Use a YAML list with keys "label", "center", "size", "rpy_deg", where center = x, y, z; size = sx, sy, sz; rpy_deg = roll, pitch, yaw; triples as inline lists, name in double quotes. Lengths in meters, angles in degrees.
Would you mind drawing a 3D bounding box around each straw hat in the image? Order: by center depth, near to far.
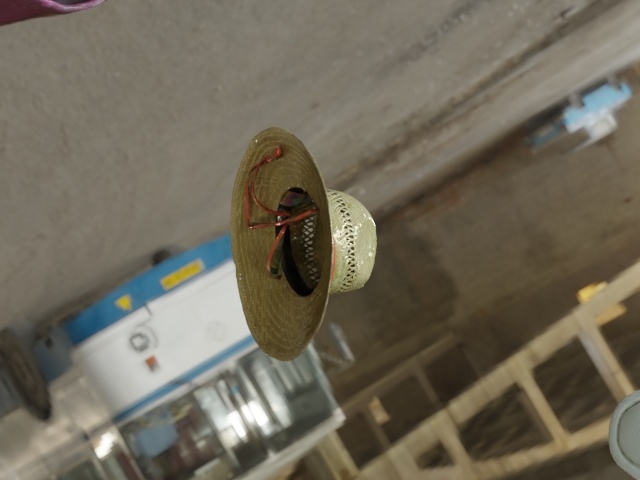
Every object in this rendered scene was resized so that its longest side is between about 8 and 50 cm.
- label: "straw hat"
  center: [0.000, 0.000, 0.742]
  size: [0.061, 0.144, 0.144]
  rpy_deg: [0, 162, -29]

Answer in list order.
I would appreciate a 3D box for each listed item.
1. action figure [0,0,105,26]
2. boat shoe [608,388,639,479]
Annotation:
- label: "action figure"
  center: [-0.316, -0.184, 0.852]
  size: [0.370, 0.248, 0.276]
  rpy_deg: [-28, -175, 41]
- label: "boat shoe"
  center: [0.385, 0.172, 0.969]
  size: [0.303, 0.114, 0.091]
  rpy_deg: [5, 165, 33]
